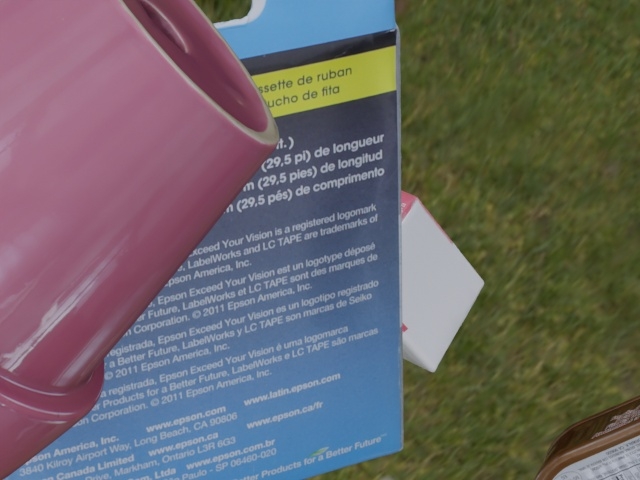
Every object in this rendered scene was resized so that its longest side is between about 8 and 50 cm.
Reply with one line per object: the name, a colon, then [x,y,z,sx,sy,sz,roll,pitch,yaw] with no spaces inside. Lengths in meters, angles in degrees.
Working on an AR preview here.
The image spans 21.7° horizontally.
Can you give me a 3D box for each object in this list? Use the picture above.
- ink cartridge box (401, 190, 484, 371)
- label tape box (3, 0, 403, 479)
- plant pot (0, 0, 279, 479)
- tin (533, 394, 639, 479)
ink cartridge box: [0.000,0.000,1.324,0.218,0.158,0.092,23,75,35]
label tape box: [-0.087,-0.016,0.932,0.249,0.115,0.348,-14,118,-21]
plant pot: [-0.125,-0.032,0.669,0.180,0.201,0.201,-39,81,12]
tin: [0.192,0.127,0.849,0.106,0.189,0.040,53,34,-9]
